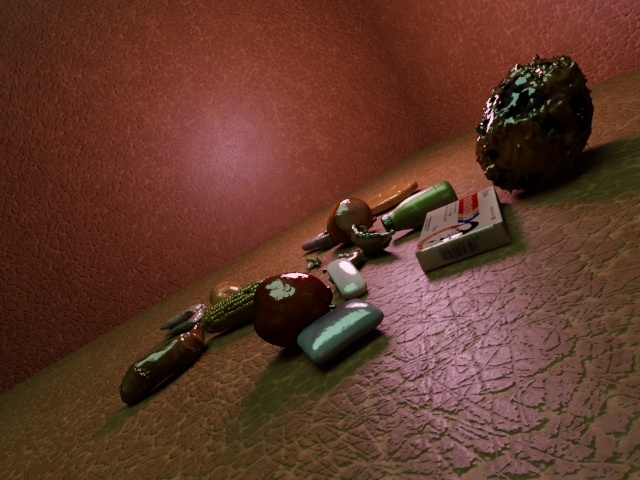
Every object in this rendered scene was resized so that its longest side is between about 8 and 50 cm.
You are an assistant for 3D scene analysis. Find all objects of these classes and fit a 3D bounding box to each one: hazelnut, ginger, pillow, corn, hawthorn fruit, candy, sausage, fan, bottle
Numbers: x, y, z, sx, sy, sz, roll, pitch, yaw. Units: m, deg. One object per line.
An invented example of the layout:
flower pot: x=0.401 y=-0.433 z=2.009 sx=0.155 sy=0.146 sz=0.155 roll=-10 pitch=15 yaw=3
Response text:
hazelnut: x=0.115 y=-0.084 z=1.720 sx=0.214 sy=0.176 sz=0.214 roll=-35 pitch=11 yaw=8
ginger: x=-0.471 y=0.370 z=1.253 sx=0.309 sy=0.107 sz=0.133 roll=-36 pitch=-11 yaw=-32
pillow: x=-0.594 y=0.346 z=1.781 sx=0.181 sy=0.078 sz=0.134 roll=-29 pitch=6 yaw=17
corn: x=-0.267 y=0.223 z=1.393 sx=0.321 sy=0.119 sz=0.119 roll=-26 pitch=10 yaw=16
hawthorn fruit: x=-0.054 y=0.165 z=0.980 sx=0.202 sy=0.185 sz=0.185 roll=-7 pitch=16 yaw=17
candy: x=0.038 y=0.185 z=0.863 sx=0.174 sy=0.071 sz=0.138 roll=-30 pitch=10 yaw=-14
sausage: x=-0.373 y=0.230 z=1.630 sx=0.136 sy=0.120 sz=0.241 roll=-42 pitch=13 yaw=-9
fan: x=0.000 y=0.000 z=1.914 sx=0.244 sy=0.074 sz=0.130 roll=-20 pitch=14 yaw=44
bottle: x=0.335 y=-0.103 z=1.403 sx=0.260 sy=0.112 sz=0.112 roll=-26 pitch=10 yaw=11

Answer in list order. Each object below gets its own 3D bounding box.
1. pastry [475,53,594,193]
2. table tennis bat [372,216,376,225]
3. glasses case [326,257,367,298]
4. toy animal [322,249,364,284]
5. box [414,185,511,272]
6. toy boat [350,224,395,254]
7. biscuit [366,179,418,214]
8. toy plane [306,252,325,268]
pastry: x=0.623 y=-0.346 z=1.186 sx=0.405 sy=0.338 sz=0.292 roll=-35 pitch=34 yaw=-30
table tennis bat: x=0.194 y=-0.124 z=1.886 sx=0.107 sy=0.119 sz=0.170 roll=-29 pitch=8 yaw=-1
glasses case: x=0.072 y=0.105 z=1.158 sx=0.076 sy=0.049 sz=0.197 roll=-26 pitch=25 yaw=-6
toy animal: x=0.085 y=0.084 z=1.332 sx=0.099 sy=0.057 sz=0.241 roll=-11 pitch=17 yaw=40
box: x=0.383 y=-0.042 z=1.108 sx=0.214 sy=0.069 sz=0.353 roll=-23 pitch=13 yaw=26
toy boat: x=0.170 y=-0.003 z=1.389 sx=0.099 sy=0.108 sz=0.293 roll=-57 pitch=13 yaw=-2
biscuit: x=0.345 y=-0.209 z=2.084 sx=0.351 sy=0.057 sz=0.312 roll=-35 pitch=12 yaw=-27
toy plane: x=-0.026 y=0.085 z=1.645 sx=0.102 sy=0.040 sz=0.111 roll=-32 pitch=9 yaw=-29
